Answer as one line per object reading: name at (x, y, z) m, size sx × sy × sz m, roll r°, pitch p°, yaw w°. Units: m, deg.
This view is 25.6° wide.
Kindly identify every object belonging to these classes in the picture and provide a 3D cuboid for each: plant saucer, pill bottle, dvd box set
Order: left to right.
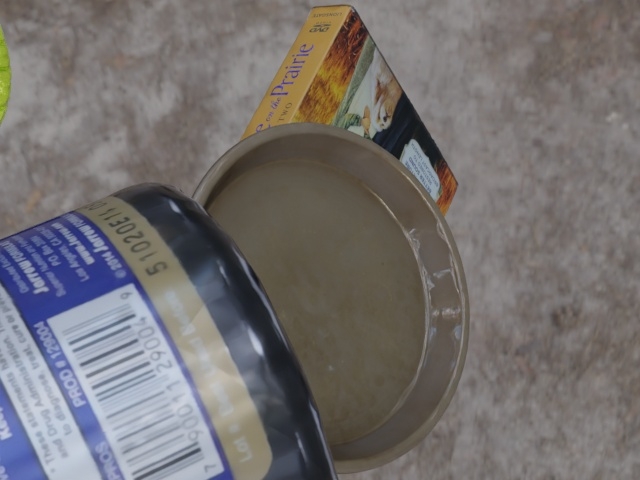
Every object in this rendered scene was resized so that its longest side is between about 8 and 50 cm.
pill bottle at (-0.114, 0.078, 0.357) m, size 0.219 × 0.123 × 0.123 m, roll -23°, pitch 60°, yaw -20°
plant saucer at (0.000, 0.045, 1.107) m, size 0.278 × 0.041 × 0.278 m, roll 10°, pitch 72°, yaw -33°
dvd box set at (0.000, 0.000, 1.518) m, size 0.062 × 0.307 × 0.420 m, roll 1°, pitch 51°, yaw 36°

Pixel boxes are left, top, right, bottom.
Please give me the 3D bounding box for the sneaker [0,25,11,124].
sneaker at (-0.358, -0.179, 1.356) m, size 0.109 × 0.123 × 0.295 m, roll 7°, pitch 60°, yaw -20°
